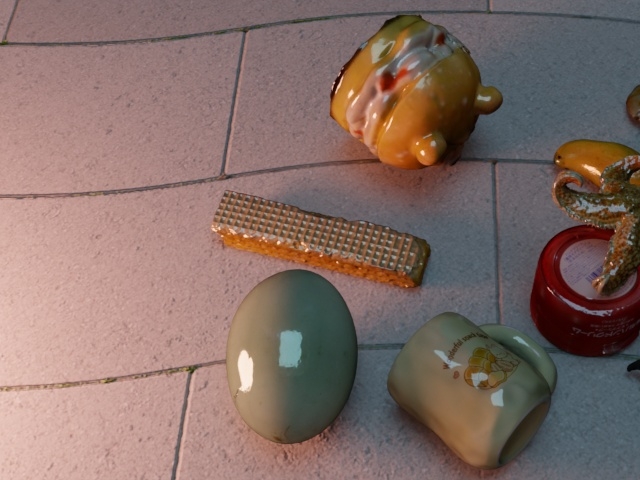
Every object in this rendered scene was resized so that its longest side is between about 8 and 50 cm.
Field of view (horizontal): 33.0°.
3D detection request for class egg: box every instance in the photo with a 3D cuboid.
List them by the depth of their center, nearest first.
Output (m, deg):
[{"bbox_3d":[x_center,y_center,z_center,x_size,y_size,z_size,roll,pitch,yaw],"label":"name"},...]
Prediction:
[{"bbox_3d":[-0.044,0.174,1.653,0.203,0.203,0.283,5,57,6],"label":"egg"}]

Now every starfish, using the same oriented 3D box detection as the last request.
[{"bbox_3d":[0.514,-0.020,1.680,0.312,0.113,0.303,-30,57,-36],"label":"starfish"}]

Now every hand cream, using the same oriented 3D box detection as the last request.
[{"bbox_3d":[0.439,0.079,1.750,0.193,0.125,0.193,-2,53,3],"label":"hand cream"}]

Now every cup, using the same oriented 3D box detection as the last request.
[{"bbox_3d":[0.247,0.229,1.655,0.202,0.255,0.173,37,106,27],"label":"cup"}]

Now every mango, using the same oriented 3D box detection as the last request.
[{"bbox_3d":[0.516,-0.133,1.934,0.190,0.075,0.098,22,52,25],"label":"mango"}]

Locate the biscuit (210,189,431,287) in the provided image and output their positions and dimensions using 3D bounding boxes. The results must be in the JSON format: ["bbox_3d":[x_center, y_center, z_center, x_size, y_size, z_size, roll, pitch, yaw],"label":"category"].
[{"bbox_3d":[0.000,0.000,1.869,0.378,0.054,0.094,13,57,11],"label":"biscuit"}]

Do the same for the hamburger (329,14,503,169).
[{"bbox_3d":[0.178,-0.246,1.919,0.237,0.276,0.276,40,65,19],"label":"hamburger"}]

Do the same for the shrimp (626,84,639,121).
[{"bbox_3d":[0.725,-0.256,2.023,0.294,0.062,0.154,6,47,8],"label":"shrimp"}]

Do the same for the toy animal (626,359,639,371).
[{"bbox_3d":[0.571,0.258,1.638,0.148,0.084,0.233,-23,60,-12],"label":"toy animal"}]
